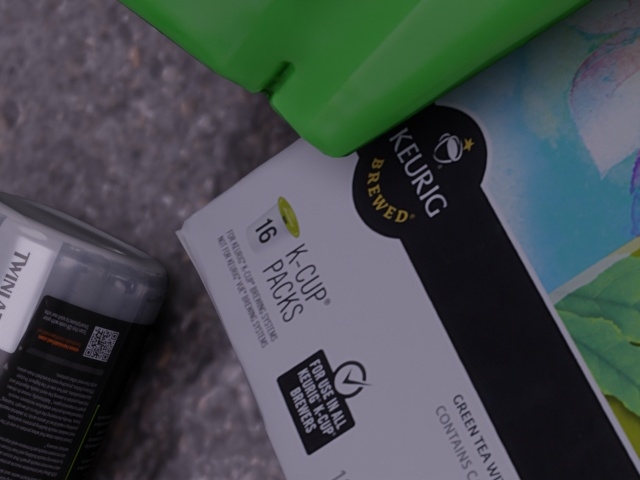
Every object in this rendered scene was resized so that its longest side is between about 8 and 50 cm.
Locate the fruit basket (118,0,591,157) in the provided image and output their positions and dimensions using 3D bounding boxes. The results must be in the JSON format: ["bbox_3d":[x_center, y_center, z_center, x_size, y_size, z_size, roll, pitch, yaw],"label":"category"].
[{"bbox_3d":[0.087,-0.245,0.601,0.283,0.392,0.392,36,98,-10],"label":"fruit basket"}]

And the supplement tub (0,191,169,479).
[{"bbox_3d":[-0.164,0.079,0.881,0.117,0.117,0.190,25,92,19],"label":"supplement tub"}]

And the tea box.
[{"bbox_3d":[0.173,0.067,0.620,0.323,0.220,0.329,-34,53,10],"label":"tea box"}]
